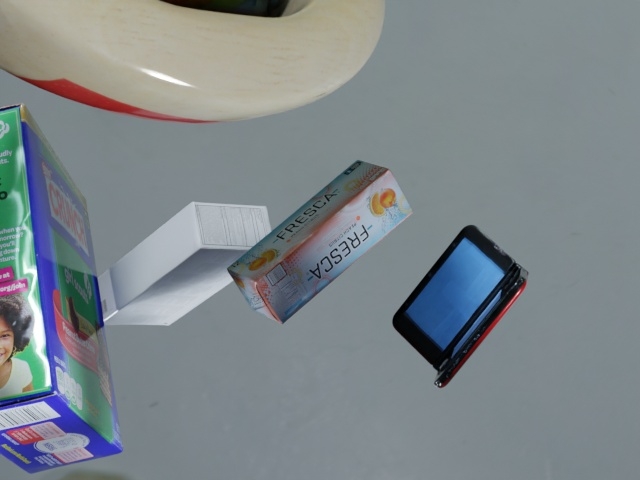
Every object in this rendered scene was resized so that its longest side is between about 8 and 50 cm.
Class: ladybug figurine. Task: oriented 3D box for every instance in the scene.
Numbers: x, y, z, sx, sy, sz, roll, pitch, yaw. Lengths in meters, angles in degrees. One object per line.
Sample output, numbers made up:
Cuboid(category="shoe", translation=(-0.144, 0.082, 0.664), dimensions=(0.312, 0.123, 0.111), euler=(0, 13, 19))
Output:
Cuboid(category="ladybug figurine", translation=(-0.134, -0.217, 1.201), dimensions=(0.162, 0.449, 0.305), euler=(-32, 65, 40))

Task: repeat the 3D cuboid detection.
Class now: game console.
Cuboid(category="game console", translation=(0.141, 0.066, 1.618), dimensions=(0.085, 0.124, 0.144), euler=(38, 100, 2))

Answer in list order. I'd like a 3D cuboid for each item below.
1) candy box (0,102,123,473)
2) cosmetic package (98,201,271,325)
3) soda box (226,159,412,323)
Cuboid(category="candy box", translation=(-0.312, 0.058, 1.643), dimensions=(0.122, 0.268, 0.317), euler=(-13, 69, 2))
Cuboid(category="cosmetic package", translation=(-0.158, 0.029, 1.740), dimensions=(0.239, 0.099, 0.060), euler=(-34, 59, 47))
Cuboid(category="soda box", translation=(0.000, 0.000, 1.530), dimensions=(0.183, 0.063, 0.058), euler=(-40, 120, -18))
